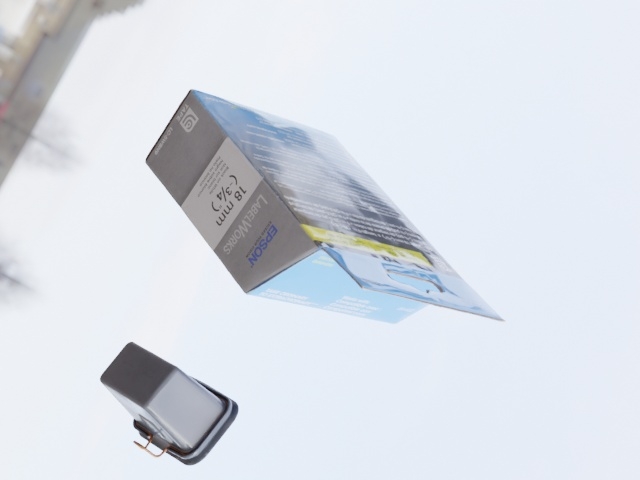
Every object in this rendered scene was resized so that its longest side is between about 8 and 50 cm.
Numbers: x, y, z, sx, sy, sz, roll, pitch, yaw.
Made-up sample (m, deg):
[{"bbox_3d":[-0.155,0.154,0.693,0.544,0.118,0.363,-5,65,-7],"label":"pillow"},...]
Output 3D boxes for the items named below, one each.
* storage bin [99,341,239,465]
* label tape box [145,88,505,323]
[{"bbox_3d":[-0.170,0.168,1.892,0.098,0.091,0.135,-51,-146,-12],"label":"storage bin"},{"bbox_3d":[0.000,0.000,1.874,0.106,0.241,0.333,-54,-129,19],"label":"label tape box"}]
